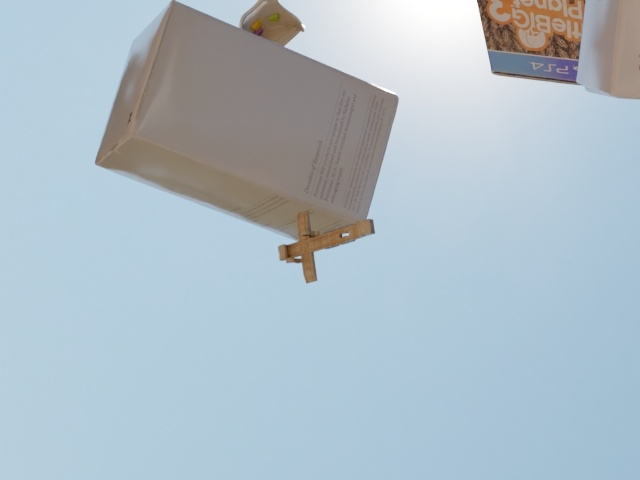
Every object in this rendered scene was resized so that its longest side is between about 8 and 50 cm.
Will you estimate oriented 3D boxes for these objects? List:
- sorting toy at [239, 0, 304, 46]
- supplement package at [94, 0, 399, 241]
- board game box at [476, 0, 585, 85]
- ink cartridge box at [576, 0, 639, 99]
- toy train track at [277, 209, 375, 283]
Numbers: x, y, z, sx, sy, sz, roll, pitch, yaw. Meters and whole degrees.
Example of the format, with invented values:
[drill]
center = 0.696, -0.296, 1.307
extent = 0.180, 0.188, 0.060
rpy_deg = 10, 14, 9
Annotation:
[sorting toy]
center = -0.066, -0.237, 1.509
extent = 0.045, 0.083, 0.075
rpy_deg = 41, -13, 23
[supplement package]
center = -0.054, -0.079, 0.971
extent = 0.105, 0.179, 0.105
rpy_deg = -19, -127, 65
[board game box]
center = 0.241, -0.321, 1.203
extent = 0.141, 0.232, 0.291
rpy_deg = 13, -46, 37
[ink cartridge box]
center = 0.272, -0.206, 0.888
extent = 0.100, 0.172, 0.237
rpy_deg = -102, -164, -77
[toy train track]
center = 0.000, 0.000, 0.878
extent = 0.083, 0.014, 0.048
rpy_deg = -17, -104, 41
